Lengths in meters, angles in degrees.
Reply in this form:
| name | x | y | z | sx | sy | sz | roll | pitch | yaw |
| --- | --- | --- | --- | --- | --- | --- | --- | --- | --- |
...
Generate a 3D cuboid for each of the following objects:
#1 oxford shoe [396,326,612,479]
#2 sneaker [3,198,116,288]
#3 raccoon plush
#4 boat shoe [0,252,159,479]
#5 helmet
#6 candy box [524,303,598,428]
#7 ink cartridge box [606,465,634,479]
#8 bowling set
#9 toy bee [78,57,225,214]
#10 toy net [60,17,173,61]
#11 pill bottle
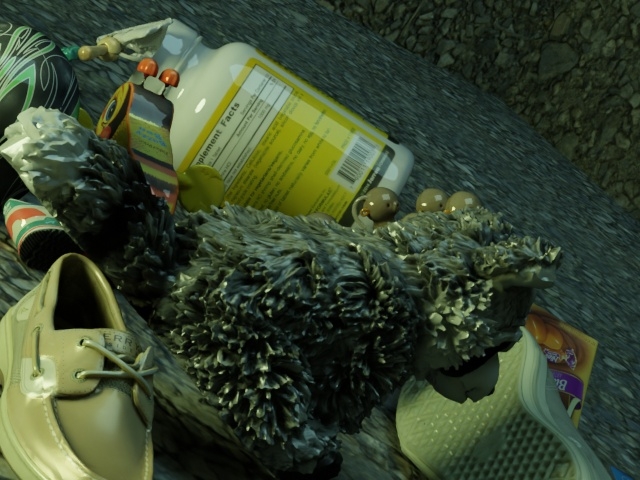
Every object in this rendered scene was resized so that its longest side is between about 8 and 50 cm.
| name | x | y | z | sx | sy | sz | roll | pitch | yaw |
| --- | --- | --- | --- | --- | --- | --- | --- | --- | --- |
| oxford shoe | 0.182 | 0.206 | 1.702 | 0.130 | 0.169 | 0.449 | 50 | 6 | -23 |
| sneaker | -0.226 | -0.005 | 1.659 | 0.161 | 0.057 | 0.075 | 14 | 29 | -48 |
| raccoon plush | 0.000 | 0.000 | 1.425 | 0.446 | 0.299 | 0.216 | 52 | -3 | -42 |
| boat shoe | -0.173 | 0.106 | 1.313 | 0.109 | 0.098 | 0.302 | 27 | 15 | -26 |
| helmet | -0.304 | -0.123 | 1.662 | 0.169 | 0.161 | 0.169 | 32 | 14 | -9 |
| candy box | 0.223 | 0.165 | 1.898 | 0.109 | 0.053 | 0.186 | 30 | 57 | -15 |
| ink cartridge box | 0.379 | 0.340 | 1.823 | 0.231 | 0.078 | 0.134 | 31 | 14 | -13 |
| bowling set | 0.132 | 0.005 | 1.948 | 0.287 | 0.200 | 0.154 | -26 | 102 | -53 |
| toy bee | -0.202 | -0.103 | 1.832 | 0.195 | 0.162 | 0.298 | 14 | 23 | -45 |
| toy net | -0.271 | -0.197 | 1.995 | 0.232 | 0.045 | 0.122 | -20 | 14 | -23 |
| pill bottle | -0.072 | -0.114 | 2.111 | 0.334 | 0.188 | 0.188 | 33 | 14 | -3 |
